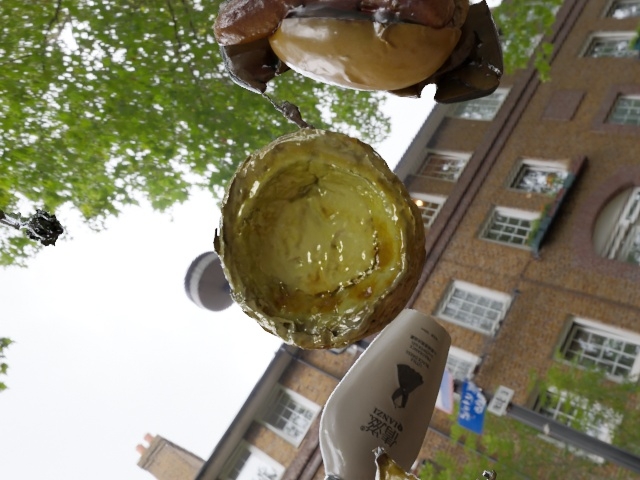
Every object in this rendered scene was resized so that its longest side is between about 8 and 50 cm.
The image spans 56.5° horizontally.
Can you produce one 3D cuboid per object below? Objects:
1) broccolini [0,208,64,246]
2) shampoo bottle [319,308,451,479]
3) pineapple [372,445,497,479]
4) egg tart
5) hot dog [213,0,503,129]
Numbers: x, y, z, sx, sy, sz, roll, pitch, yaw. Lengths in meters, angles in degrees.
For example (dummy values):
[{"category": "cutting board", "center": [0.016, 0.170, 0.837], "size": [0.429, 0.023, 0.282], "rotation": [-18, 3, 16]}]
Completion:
[{"category": "broccolini", "center": [-0.321, -0.024, 0.644], "size": [0.044, 0.218, 0.042], "rotation": [26, -100, -8]}, {"category": "shampoo bottle", "center": [0.076, 0.206, 0.729], "size": [0.127, 0.078, 0.257], "rotation": [36, -118, -4]}, {"category": "pineapple", "center": [0.028, 0.190, 0.189], "size": [0.233, 0.079, 0.135], "rotation": [-51, -31, -68]}, {"category": "egg tart", "center": [0.000, 0.001, 0.583], "size": [0.090, 0.212, 0.213], "rotation": [-13, -64, -81]}, {"category": "hot dog", "center": [0.023, -0.229, 0.628], "size": [0.107, 0.325, 0.194], "rotation": [52, -145, -68]}]
